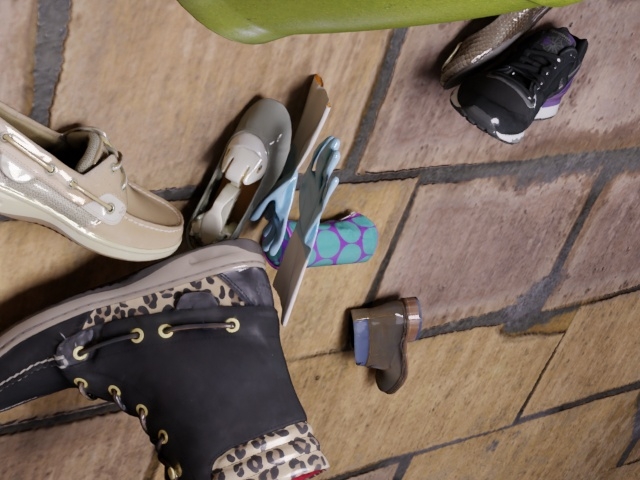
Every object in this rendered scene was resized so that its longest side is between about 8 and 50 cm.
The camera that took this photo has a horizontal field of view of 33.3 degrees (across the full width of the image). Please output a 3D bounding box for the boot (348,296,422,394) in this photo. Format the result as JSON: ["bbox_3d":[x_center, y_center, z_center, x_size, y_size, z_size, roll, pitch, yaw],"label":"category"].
[{"bbox_3d":[0.084,0.166,1.666,0.106,0.082,0.219,-3,136,-13],"label":"boot"}]

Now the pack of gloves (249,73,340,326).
[{"bbox_3d":[-0.039,-0.051,1.240,0.046,0.195,0.232,10,123,-16],"label":"pack of gloves"}]

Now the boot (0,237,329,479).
[{"bbox_3d":[-0.193,0.191,1.193,0.377,0.284,0.138,-23,165,-2],"label":"boot"}]

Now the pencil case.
[{"bbox_3d":[0.000,0.000,1.410,0.151,0.064,0.070,-6,92,-38],"label":"pencil case"}]

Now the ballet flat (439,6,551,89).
[{"bbox_3d":[0.243,-0.287,1.361,0.250,0.058,0.084,-40,176,6],"label":"ballet flat"}]

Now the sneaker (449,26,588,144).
[{"bbox_3d":[0.257,-0.214,1.350,0.283,0.107,0.124,-34,158,-57],"label":"sneaker"}]

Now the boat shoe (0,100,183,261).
[{"bbox_3d":[-0.244,-0.062,1.094,0.302,0.109,0.098,23,111,-45],"label":"boat shoe"}]

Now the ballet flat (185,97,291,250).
[{"bbox_3d":[-0.096,-0.065,1.243,0.213,0.072,0.068,-62,172,27],"label":"ballet flat"}]

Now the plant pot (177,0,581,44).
[{"bbox_3d":[0.042,-0.316,0.836,0.353,0.366,0.366,-13,159,35],"label":"plant pot"}]
